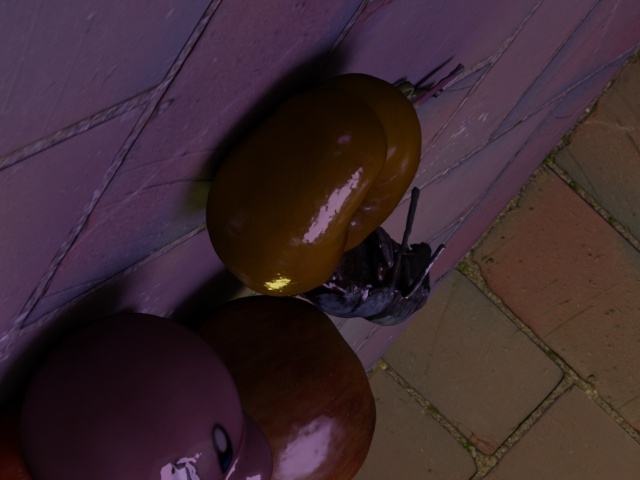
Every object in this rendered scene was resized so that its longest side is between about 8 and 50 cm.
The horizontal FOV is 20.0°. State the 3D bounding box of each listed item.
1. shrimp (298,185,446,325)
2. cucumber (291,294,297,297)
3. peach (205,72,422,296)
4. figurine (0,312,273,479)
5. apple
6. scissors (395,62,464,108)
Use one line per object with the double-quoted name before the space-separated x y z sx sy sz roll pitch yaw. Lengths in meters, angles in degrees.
"shrimp" 0.047 0.024 2.142 0.221 0.166 0.410 -8 157 20
"cucumber" 0.000 0.000 2.283 0.214 0.058 0.052 -50 -151 33
"peach" -0.003 -0.059 1.789 0.251 0.153 0.251 -45 177 -3
"figurine" -0.200 0.172 1.795 0.270 0.261 0.211 -39 140 -29
"apple" -0.055 0.192 2.185 0.250 0.277 0.309 -44 -177 13
"scissors" 0.105 -0.163 2.167 0.187 0.020 0.133 -33 167 -44
